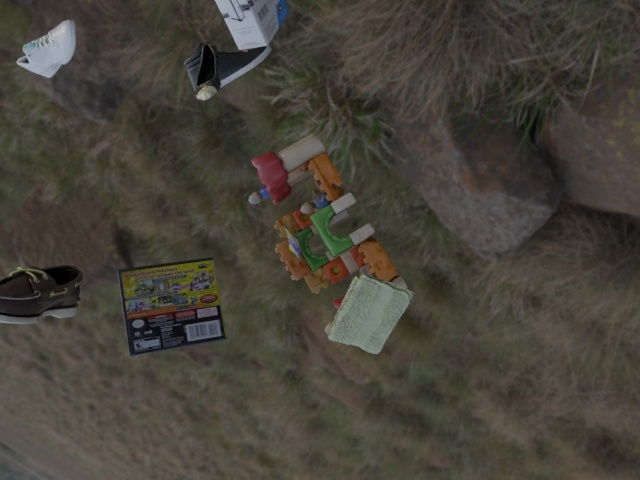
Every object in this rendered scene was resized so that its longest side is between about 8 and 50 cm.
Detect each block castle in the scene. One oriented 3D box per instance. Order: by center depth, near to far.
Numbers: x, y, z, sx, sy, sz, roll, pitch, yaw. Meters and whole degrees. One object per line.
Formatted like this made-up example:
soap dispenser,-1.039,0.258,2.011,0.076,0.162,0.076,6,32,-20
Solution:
block castle,0.000,0.000,1.569,0.453,0.213,0.303,59,177,3

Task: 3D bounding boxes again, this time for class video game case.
video game case,-0.424,0.187,1.902,0.275,0.248,0.035,-8,168,-20

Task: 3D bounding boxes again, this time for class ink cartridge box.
ink cartridge box,-0.166,-0.562,1.504,0.086,0.148,0.203,0,137,28

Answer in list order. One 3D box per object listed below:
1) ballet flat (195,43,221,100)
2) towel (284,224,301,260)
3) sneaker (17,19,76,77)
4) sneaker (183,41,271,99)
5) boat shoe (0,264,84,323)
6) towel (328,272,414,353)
ballet flat,-0.243,-0.352,1.402,0.058,0.173,0.049,-17,135,9
towel,-0.067,0.006,1.607,0.060,0.009,0.083,48,158,41
sneaker,-0.652,-0.455,1.574,0.094,0.080,0.212,7,156,-42
sneaker,-0.299,-0.581,2.094,0.146,0.296,0.105,59,164,-16
boat shoe,-0.545,0.095,1.246,0.117,0.096,0.324,16,180,7
towel,0.083,0.126,1.128,0.110,0.027,0.148,19,118,-13
